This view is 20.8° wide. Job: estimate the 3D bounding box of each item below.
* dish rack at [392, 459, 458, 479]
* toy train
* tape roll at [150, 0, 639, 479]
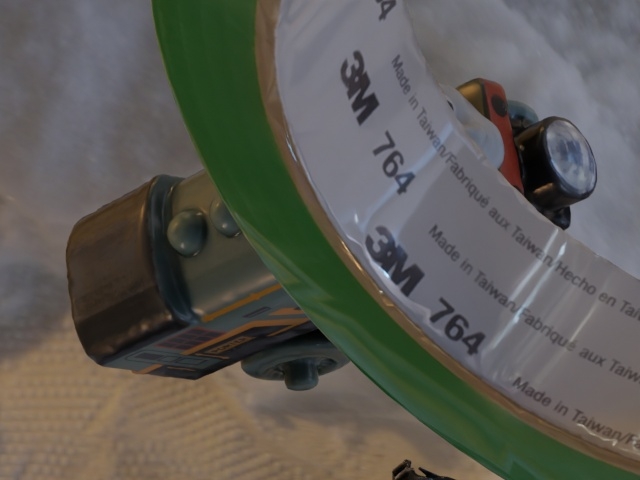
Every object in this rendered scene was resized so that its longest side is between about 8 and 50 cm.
[{"bbox_3d":[0.088,0.227,1.044,0.208,0.271,0.074,23,58,-8],"label":"dish rack"},{"bbox_3d":[0.000,0.000,1.057,0.334,0.190,0.142,-23,67,40],"label":"toy train"},{"bbox_3d":[0.099,-0.033,0.516,0.321,0.321,0.077,28,55,19],"label":"tape roll"}]
